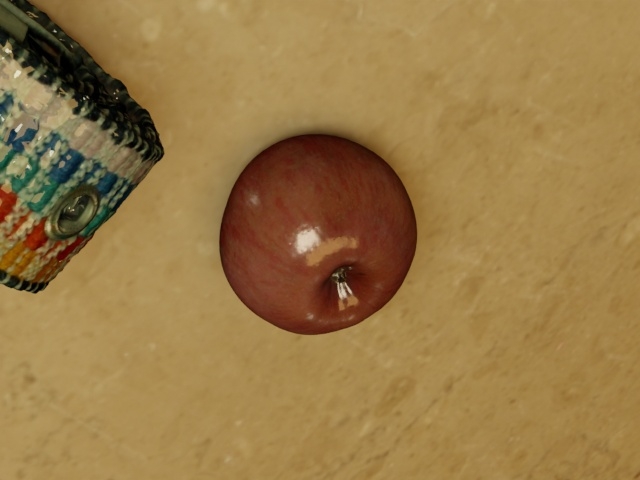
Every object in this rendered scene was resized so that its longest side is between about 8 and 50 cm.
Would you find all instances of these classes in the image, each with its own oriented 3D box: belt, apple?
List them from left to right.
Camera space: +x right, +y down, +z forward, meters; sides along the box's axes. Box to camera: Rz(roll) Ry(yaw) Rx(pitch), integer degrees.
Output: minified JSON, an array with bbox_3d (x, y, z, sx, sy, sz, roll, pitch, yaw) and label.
[{"bbox_3d":[-0.247,-0.089,1.030,0.160,0.207,0.295,-48,127,7],"label":"belt"},{"bbox_3d":[0.000,0.000,1.268,0.153,0.120,0.153,-13,127,-18],"label":"apple"}]
